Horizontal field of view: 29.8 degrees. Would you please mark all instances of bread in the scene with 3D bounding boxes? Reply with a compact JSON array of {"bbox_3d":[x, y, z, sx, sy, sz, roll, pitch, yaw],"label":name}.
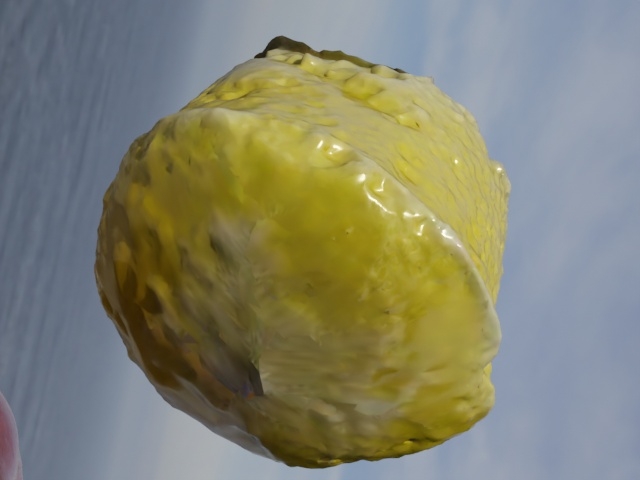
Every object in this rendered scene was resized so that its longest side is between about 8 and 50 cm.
[{"bbox_3d":[-0.001,0.004,0.545,0.170,0.197,0.197,-58,169,-49],"label":"bread"}]

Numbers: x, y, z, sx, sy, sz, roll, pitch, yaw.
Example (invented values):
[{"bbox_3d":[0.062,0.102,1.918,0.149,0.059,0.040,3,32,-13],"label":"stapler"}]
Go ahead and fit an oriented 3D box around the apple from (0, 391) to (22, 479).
[{"bbox_3d":[-0.244,0.149,0.560,0.230,0.230,0.230,-168,-90,-84],"label":"apple"}]
